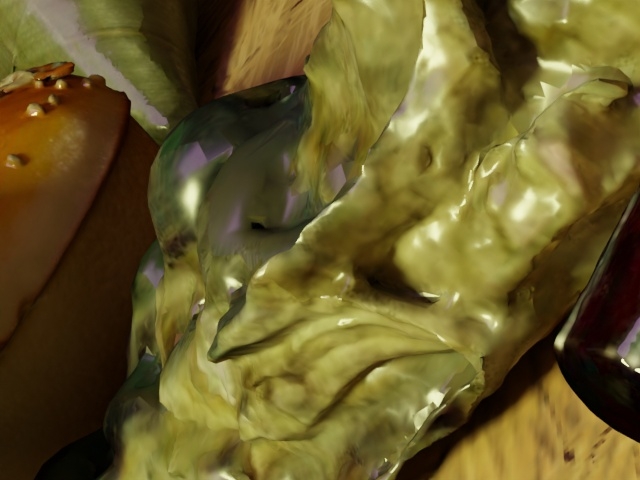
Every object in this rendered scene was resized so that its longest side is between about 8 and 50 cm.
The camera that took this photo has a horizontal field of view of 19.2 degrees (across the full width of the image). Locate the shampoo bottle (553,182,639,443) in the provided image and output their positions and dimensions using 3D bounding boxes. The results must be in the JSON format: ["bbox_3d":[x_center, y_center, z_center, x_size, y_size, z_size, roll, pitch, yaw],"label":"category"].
[{"bbox_3d":[0.131,-0.081,0.336,0.278,0.104,0.104,-60,18,-8],"label":"shampoo bottle"}]

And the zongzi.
[{"bbox_3d":[-0.180,-0.097,1.180,0.356,0.174,0.393,-62,38,44],"label":"zongzi"}]

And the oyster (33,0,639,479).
[{"bbox_3d":[0.004,0.000,0.571,0.361,0.096,0.221,-26,42,63],"label":"oyster"}]

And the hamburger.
[{"bbox_3d":[-0.144,0.030,0.799,0.237,0.147,0.237,-50,23,30],"label":"hamburger"}]
